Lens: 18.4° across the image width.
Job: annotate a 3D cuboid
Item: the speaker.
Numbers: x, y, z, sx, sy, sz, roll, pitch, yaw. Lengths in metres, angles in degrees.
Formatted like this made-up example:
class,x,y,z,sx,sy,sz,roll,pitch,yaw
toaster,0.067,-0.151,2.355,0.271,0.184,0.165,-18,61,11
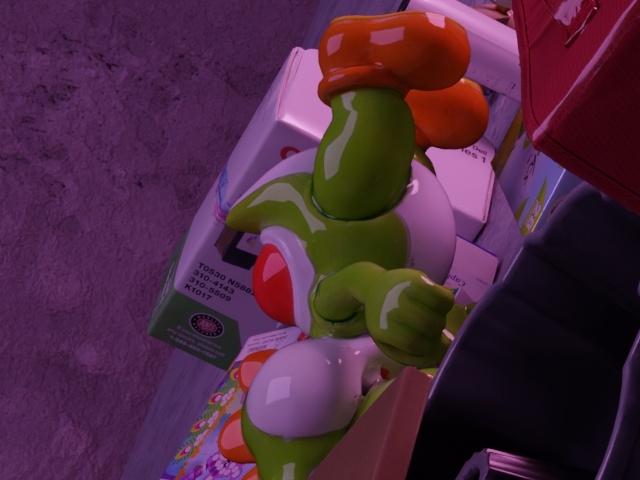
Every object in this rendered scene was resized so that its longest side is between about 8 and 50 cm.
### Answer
class,x,y,z,sx,sy,sz,roll,pitch,yaw
speaker,0.126,-0.167,1.675,0.055,0.136,0.055,-62,8,15

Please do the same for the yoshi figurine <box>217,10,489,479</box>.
class,x,y,z,sx,sy,sz,roll,pitch,yaw
yoshi figurine,0.061,0.047,1.264,0.203,0.203,0.362,-22,54,59

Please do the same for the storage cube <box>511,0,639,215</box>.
class,x,y,z,sx,sy,sz,roll,pitch,yaw
storage cube,0.202,-0.093,0.733,0.193,0.215,0.184,-54,11,21

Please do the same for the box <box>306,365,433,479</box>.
class,x,y,z,sx,sy,sz,roll,pitch,yaw
box,-0.005,0.180,0.976,0.164,0.021,0.201,-54,12,50

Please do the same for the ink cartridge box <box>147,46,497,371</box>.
class,x,y,z,sx,sy,sz,roll,pitch,yaw
ink cartridge box,0.000,0.000,1.724,0.278,0.201,0.117,-57,11,37

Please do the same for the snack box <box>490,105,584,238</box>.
class,x,y,z,sx,sy,sz,roll,pitch,yaw
snack box,0.187,-0.088,1.287,0.207,0.070,0.174,-100,35,-74

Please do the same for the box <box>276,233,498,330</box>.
class,x,y,z,sx,sy,sz,roll,pitch,yaw
box,0.052,0.041,1.543,0.137,0.126,0.072,-52,13,54

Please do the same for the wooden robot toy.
class,x,y,z,sx,sy,sz,roll,pitch,yaw
wooden robot toy,0.163,-0.184,1.837,0.079,0.076,0.173,-19,-30,-47

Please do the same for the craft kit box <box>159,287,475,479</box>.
class,x,y,z,sx,sy,sz,roll,pitch,yaw
craft kit box,-0.017,0.157,1.434,0.250,0.061,0.247,-17,36,48

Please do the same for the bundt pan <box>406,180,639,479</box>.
class,x,y,z,sx,sy,sz,roll,pitch,yaw
bundt pan,0.112,0.141,0.865,0.331,0.124,0.331,-61,9,17
